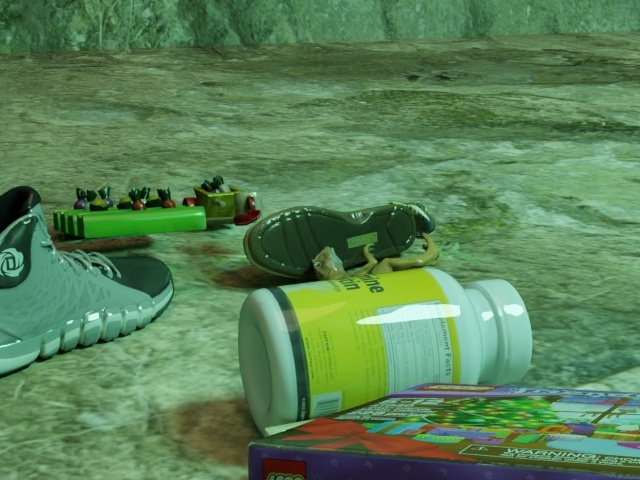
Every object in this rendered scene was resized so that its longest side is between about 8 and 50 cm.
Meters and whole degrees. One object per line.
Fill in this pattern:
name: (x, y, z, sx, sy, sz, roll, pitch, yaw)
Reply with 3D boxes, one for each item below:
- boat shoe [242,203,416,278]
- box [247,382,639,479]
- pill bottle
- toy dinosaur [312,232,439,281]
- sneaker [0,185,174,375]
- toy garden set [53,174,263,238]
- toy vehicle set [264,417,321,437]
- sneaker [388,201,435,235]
boat shoe: (0.000, 0.000, 1.050, 0.190, 0.068, 0.072, -3, 3, -36)
box: (0.144, 0.103, 0.454, 0.293, 0.057, 0.201, -1, -1, 26)
pill bottle: (0.044, 0.073, 0.737, 0.184, 0.103, 0.103, -6, 19, -19)
toy dinosaur: (0.062, 0.046, 0.919, 0.112, 0.064, 0.211, -22, 17, -18)
sneaker: (-0.205, 0.015, 0.873, 0.086, 0.132, 0.228, 12, 22, 34)
toy garden set: (-0.148, -0.037, 1.075, 0.203, 0.049, 0.244, -5, 4, -20)
toy vehicle set: (0.090, 0.160, 0.578, 0.165, 0.035, 0.267, -7, 19, -20)
sneaker: (0.103, -0.027, 1.163, 0.035, 0.031, 0.083, -8, 20, -25)
